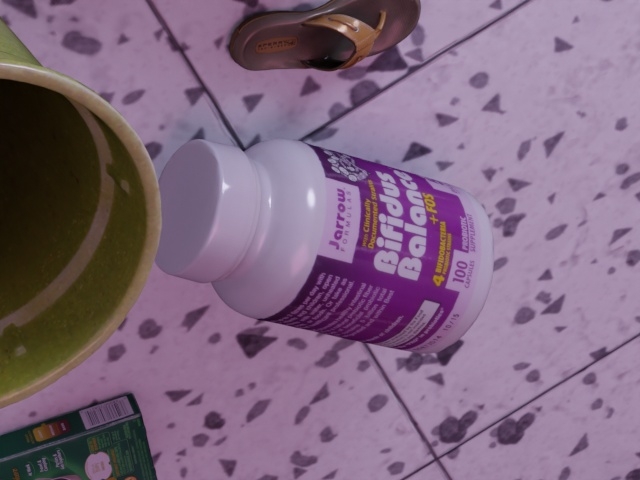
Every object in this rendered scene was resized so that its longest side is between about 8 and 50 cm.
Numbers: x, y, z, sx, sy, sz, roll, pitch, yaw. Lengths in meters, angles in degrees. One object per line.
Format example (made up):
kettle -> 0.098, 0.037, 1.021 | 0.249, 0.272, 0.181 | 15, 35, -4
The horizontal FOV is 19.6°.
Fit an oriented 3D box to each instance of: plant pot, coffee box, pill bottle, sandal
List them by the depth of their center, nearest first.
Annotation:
plant pot -> -0.275, -0.063, 1.236 | 0.276, 0.254, 0.276 | -13, 130, -17
sandal -> 0.009, -0.181, 1.658 | 0.180, 0.049, 0.072 | -14, 130, -16
pill bottle -> 0.000, 0.000, 1.715 | 0.301, 0.169, 0.169 | 14, 119, -34
coffee box -> -0.261, 0.229, 1.855 | 0.184, 0.040, 0.113 | -19, 131, -12
